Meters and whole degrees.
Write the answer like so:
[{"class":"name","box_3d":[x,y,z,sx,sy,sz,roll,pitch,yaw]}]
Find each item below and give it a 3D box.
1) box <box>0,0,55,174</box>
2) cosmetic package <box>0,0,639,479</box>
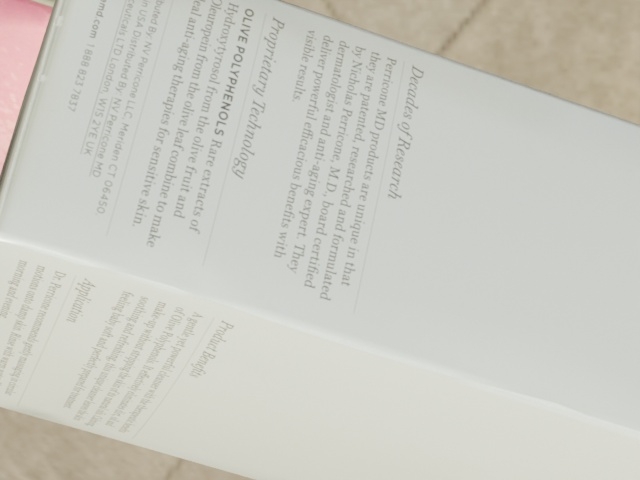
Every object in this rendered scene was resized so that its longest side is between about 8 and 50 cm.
[{"class":"box","box_3d":[-0.130,-0.077,0.977,0.148,0.232,0.126,-66,173,-76]},{"class":"cosmetic package","box_3d":[0.032,0.027,0.778,0.366,0.197,0.155,17,62,-12]}]
